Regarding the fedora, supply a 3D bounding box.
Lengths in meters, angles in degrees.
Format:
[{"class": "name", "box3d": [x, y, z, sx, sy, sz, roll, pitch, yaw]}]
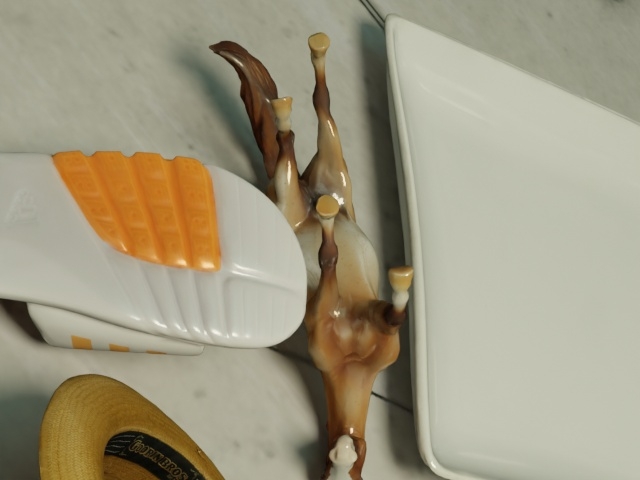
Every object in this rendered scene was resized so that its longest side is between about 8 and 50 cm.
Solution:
[{"class": "fedora", "box3d": [-0.089, 0.155, 0.736, 0.194, 0.079, 0.194, 53, 12, -17]}]

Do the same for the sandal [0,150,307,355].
[{"class": "sandal", "box3d": [-0.139, 0.005, 0.829, 0.265, 0.076, 0.102, 11, 61, -10]}]

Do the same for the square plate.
[{"class": "square plate", "box3d": [0.181, 0.043, 1.094, 0.344, 0.049, 0.347, 20, 51, -31]}]

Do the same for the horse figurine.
[{"class": "horse figurine", "box3d": [0.000, 0.000, 0.911, 0.066, 0.174, 0.263, -12, 53, -11]}]
